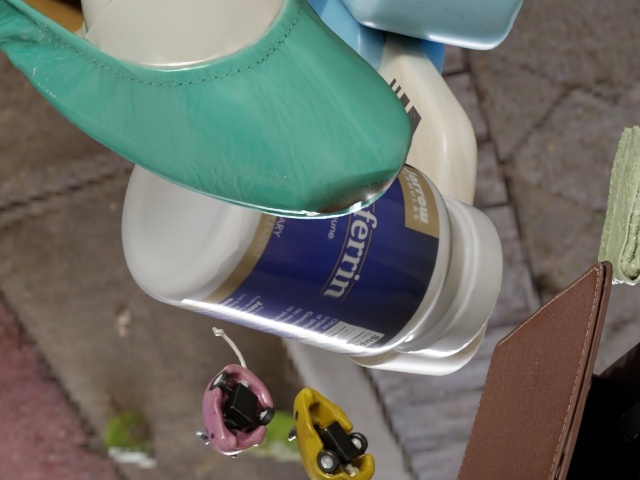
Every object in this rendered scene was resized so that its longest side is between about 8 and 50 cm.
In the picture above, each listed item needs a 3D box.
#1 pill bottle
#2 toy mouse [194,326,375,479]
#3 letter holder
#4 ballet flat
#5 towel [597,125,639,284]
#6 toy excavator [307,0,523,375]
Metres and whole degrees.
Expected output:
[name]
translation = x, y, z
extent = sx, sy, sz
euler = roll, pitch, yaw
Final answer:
[pill bottle]
translation = 0.000, 0.000, 1.417
extent = 0.265, 0.153, 0.153
euler = 18, 136, -38
[toy mouse]
translation = -0.028, 0.124, 1.045
extent = 0.031, 0.143, 0.161
euler = -40, 86, 32
[letter holder]
translation = 0.173, 0.192, 1.218
extent = 0.152, 0.302, 0.214
euler = 22, 155, -6
[ballet flat]
translation = -0.074, -0.090, 0.636
extent = 0.083, 0.247, 0.087
euler = -38, 141, -27
[towel]
translation = 0.278, -0.033, 1.738
extent = 0.027, 0.148, 0.110
euler = 10, 177, -5
[toy excavator]
translation = 0.065, -0.167, 1.647
extent = 0.222, 0.445, 0.433
euler = 9, 118, -31
